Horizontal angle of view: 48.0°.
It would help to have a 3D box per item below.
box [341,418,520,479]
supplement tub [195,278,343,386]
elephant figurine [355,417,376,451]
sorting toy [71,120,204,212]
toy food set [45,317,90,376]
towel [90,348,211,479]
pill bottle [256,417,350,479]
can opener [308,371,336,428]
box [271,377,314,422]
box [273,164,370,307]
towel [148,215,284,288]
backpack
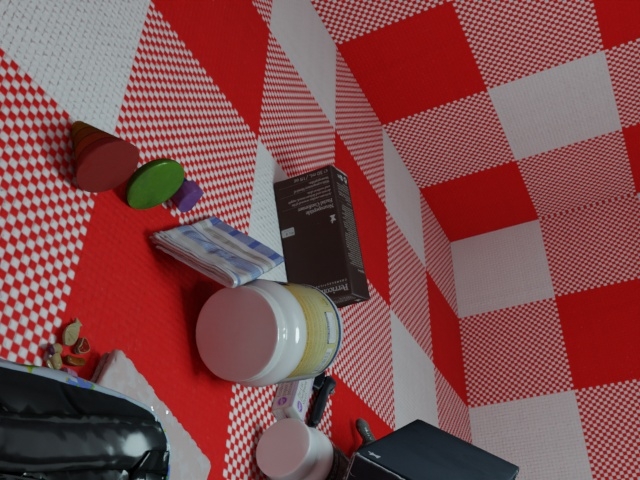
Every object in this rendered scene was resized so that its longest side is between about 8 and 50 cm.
[{"bbox_3d":[0.197,0.702,1.607,0.480,0.297,0.472,11,98,-66],"label":"box"},{"bbox_3d":[-0.106,0.201,1.573,0.316,0.228,0.228,16,61,-66],"label":"supplement tub"},{"bbox_3d":[0.147,0.652,2.029,0.169,0.186,0.239,-33,98,-23],"label":"elephant figurine"},{"bbox_3d":[-0.364,-0.150,1.406,0.126,0.127,0.365,50,10,21],"label":"sorting toy"},{"bbox_3d":[-0.403,0.185,1.147,0.122,0.019,0.078,-74,143,-66],"label":"toy food set"},{"bbox_3d":[-0.314,0.395,1.169,0.332,0.053,0.317,62,24,-29],"label":"towel"},{"bbox_3d":[-0.019,0.529,1.649,0.283,0.161,0.161,54,29,-42],"label":"pill bottle"},{"bbox_3d":[-0.002,0.430,1.925,0.186,0.073,0.059,-73,-179,-49],"label":"can opener"},{"bbox_3d":[-0.052,0.329,1.840,0.067,0.063,0.324,61,25,-26],"label":"box"},{"bbox_3d":[0.000,0.000,2.029,0.143,0.191,0.382,22,54,-63],"label":"box"},{"bbox_3d":[-0.209,0.018,1.535,0.034,0.209,0.285,-65,168,16],"label":"towel"},{"bbox_3d":[-0.355,0.283,0.865,0.355,0.273,0.290,9,67,-26],"label":"backpack"}]
